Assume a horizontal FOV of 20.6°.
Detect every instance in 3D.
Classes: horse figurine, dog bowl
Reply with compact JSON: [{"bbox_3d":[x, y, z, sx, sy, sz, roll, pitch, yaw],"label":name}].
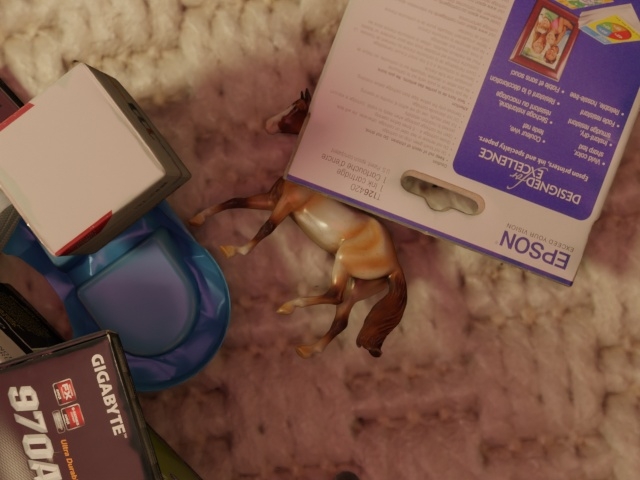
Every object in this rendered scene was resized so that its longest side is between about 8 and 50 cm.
[{"bbox_3d":[0.000,0.000,1.725,0.174,0.066,0.263,-36,76,-19],"label":"horse figurine"},{"bbox_3d":[-0.207,0.010,1.743,0.166,0.074,0.297,-36,90,3],"label":"dog bowl"}]

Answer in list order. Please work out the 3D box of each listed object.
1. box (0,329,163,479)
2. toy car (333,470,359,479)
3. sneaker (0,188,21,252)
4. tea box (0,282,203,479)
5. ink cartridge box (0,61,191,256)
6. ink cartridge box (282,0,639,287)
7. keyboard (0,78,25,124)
[{"bbox_3d":[-0.219,0.203,1.437,0.175,0.051,0.220,-17,85,3],"label":"box"},{"bbox_3d":[-0.005,0.318,1.720,0.155,0.149,0.188,47,65,1],"label":"toy car"},{"bbox_3d":[-0.395,0.031,1.681,0.258,0.094,0.091,-45,81,8],"label":"sneaker"},{"bbox_3d":[-0.289,0.220,1.630,0.329,0.323,0.220,45,92,6],"label":"tea box"},{"bbox_3d":[-0.213,-0.071,1.616,0.128,0.176,0.127,-38,88,3],"label":"ink cartridge box"},{"bbox_3d":[0.156,-0.150,1.718,0.303,0.072,0.307,21,92,1],"label":"ink cartridge box"},{"bbox_3d":[-0.441,-0.057,1.800,0.317,0.033,0.201,-42,92,3],"label":"keyboard"}]
